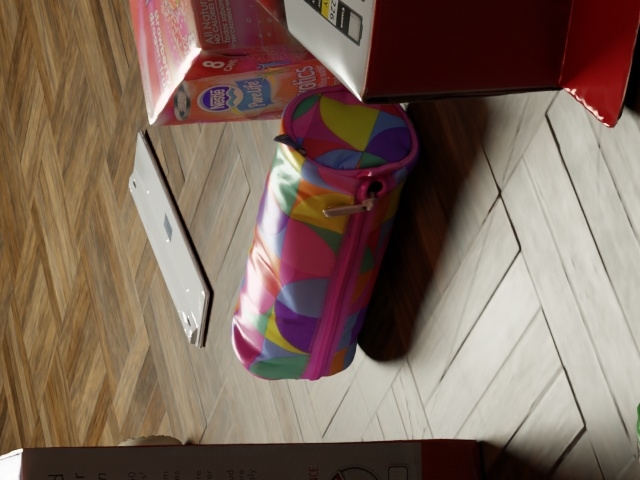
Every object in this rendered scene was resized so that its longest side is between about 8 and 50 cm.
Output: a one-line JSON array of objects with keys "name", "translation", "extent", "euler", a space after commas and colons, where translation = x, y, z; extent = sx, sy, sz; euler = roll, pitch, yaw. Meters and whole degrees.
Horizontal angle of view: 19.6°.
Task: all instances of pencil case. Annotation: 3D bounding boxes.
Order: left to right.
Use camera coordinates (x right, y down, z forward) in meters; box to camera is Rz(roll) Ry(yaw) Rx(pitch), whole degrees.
[{"name": "pencil case", "translation": [0.000, 0.000, 1.290], "extent": [0.236, 0.104, 0.104], "euler": [105, 152, -46]}]

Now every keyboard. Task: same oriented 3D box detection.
[{"name": "keyboard", "translation": [-0.149, -0.005, 1.821], "extent": [0.256, 0.014, 0.072], "euler": [-116, 34, -45]}]

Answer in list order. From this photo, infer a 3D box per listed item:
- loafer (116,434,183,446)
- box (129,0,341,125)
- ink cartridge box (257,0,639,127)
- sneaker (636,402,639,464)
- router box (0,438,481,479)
[{"name": "loafer", "translation": [-0.196, 0.302, 1.888], "extent": [0.268, 0.102, 0.092], "euler": [110, 154, -48]}, {"name": "box", "translation": [-0.062, -0.247, 1.329], "extent": [0.154, 0.142, 0.300], "euler": [139, 124, -65]}, {"name": "ink cartridge box", "translation": [0.069, -0.242, 0.994], "extent": [0.272, 0.130, 0.309], "euler": [-131, 41, -56]}, {"name": "sneaker", "translation": [0.216, 0.165, 0.684], "extent": [0.343, 0.134, 0.146], "euler": [-124, 34, -52]}, {"name": "router box", "translation": [-0.043, 0.293, 1.129], "extent": [0.082, 0.301, 0.335], "euler": [155, 114, -65]}]
